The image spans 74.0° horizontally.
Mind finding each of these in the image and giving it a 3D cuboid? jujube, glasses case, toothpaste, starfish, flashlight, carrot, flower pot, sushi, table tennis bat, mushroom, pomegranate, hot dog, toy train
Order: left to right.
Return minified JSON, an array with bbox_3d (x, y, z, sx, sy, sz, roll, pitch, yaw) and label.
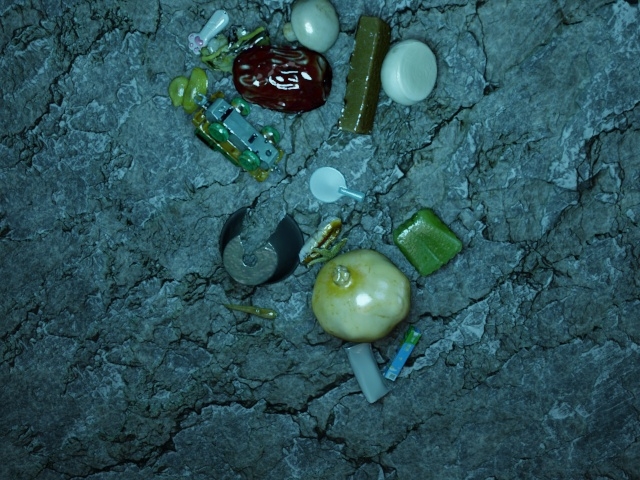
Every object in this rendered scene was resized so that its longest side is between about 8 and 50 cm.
[{"bbox_3d":[-0.437,-0.818,1.666,0.200,0.047,0.093,-42,98,14],"label":"flashlight"},{"bbox_3d":[-0.332,-0.397,1.677,0.429,0.249,0.178,42,66,-22],"label":"toy train"},{"bbox_3d":[-0.326,-0.738,1.652,0.291,0.139,0.130,-19,83,8],"label":"sushi"},{"bbox_3d":[-0.322,0.322,1.960,0.255,0.049,0.049,11,105,4],"label":"carrot"},{"bbox_3d":[-0.269,0.057,1.783,0.381,0.251,0.378,1,106,2],"label":"flower pot"},{"bbox_3d":[-0.136,-0.599,1.586,0.378,0.258,0.257,-4,104,-5],"label":"jujube"},{"bbox_3d":[-0.034,-0.788,1.579,0.209,0.206,0.206,-35,100,31],"label":"mushroom"},{"bbox_3d":[0.000,0.000,1.806,0.069,0.131,0.252,45,102,22],"label":"hot dog"},{"bbox_3d":[0.034,0.059,1.821,0.208,0.175,0.053,-24,68,-13],"label":"starfish"},{"bbox_3d":[0.070,-0.220,1.791,0.245,0.040,0.152,20,106,3],"label":"table tennis bat"},{"bbox_3d":[0.152,0.218,1.724,0.413,0.411,0.410,1,105,4],"label":"pomegranate"},{"bbox_3d":[0.214,0.592,1.971,0.129,0.083,0.307,-21,102,3],"label":"glasses case"},{"bbox_3d":[0.374,0.517,1.948,0.050,0.065,0.266,26,106,1],"label":"toothpaste"}]

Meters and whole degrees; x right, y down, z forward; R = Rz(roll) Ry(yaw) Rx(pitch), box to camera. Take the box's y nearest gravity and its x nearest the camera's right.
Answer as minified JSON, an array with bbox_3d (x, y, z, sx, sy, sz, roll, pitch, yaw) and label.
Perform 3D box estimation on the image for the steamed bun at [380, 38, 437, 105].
[{"bbox_3d":[0.319,-0.627,1.597,0.232,0.145,0.231,-9,107,-32],"label":"steamed bun"}]

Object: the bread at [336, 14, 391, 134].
[{"bbox_3d":[0.164,-0.615,1.607,0.113,0.165,0.415,17,105,22],"label":"bread"}]

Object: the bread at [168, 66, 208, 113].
[{"bbox_3d":[-0.542,-0.620,1.720,0.150,0.065,0.187,34,106,0],"label":"bread"}]

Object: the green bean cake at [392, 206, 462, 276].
[{"bbox_3d":[0.438,-0.001,1.779,0.222,0.125,0.248,-40,101,11],"label":"green bean cake"}]
